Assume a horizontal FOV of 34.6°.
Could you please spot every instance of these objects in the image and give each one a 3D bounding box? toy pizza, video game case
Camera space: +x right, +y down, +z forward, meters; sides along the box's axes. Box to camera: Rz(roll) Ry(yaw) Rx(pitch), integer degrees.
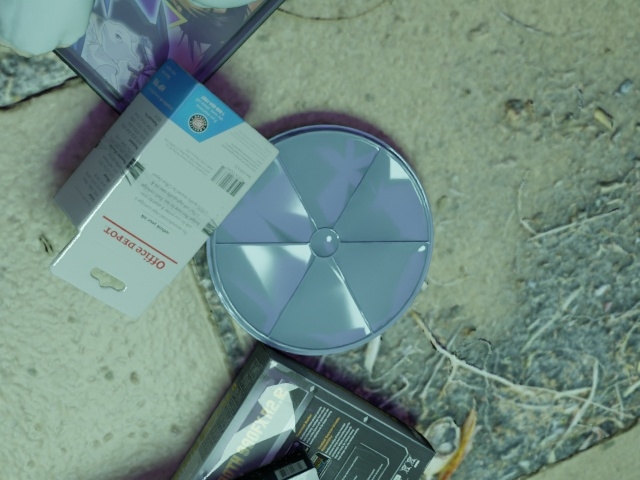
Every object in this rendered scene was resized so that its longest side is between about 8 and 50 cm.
[{"bbox_3d":[0.000,0.000,0.887,0.201,0.032,0.201,-3,100,-14],"label":"toy pizza"},{"bbox_3d":[-0.130,-0.262,0.799,0.275,0.035,0.248,-47,108,-3],"label":"video game case"}]

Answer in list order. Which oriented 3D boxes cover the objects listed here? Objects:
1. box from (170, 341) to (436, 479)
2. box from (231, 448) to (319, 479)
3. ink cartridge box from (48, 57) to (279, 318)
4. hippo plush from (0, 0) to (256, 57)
[{"bbox_3d":[-0.036,0.233,0.910,0.183,0.056,0.231,31,92,-17],"label":"box"},{"bbox_3d":[-0.089,0.294,0.854,0.233,0.044,0.159,-22,106,-9],"label":"box"},{"bbox_3d":[-0.132,-0.038,0.806,0.180,0.060,0.104,-49,135,2],"label":"ink cartridge box"},{"bbox_3d":[-0.104,-0.270,0.680,0.237,0.294,0.234,-8,72,-32],"label":"hippo plush"}]
